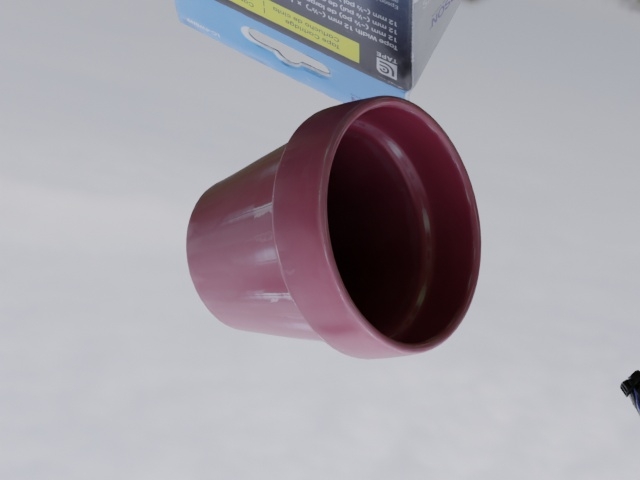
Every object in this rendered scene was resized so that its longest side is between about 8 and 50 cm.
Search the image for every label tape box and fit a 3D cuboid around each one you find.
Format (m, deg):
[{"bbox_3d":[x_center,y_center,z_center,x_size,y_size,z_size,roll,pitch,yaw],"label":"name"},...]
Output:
[{"bbox_3d":[-0.005,-0.266,1.334,0.249,0.115,0.348,28,155,18],"label":"label tape box"}]

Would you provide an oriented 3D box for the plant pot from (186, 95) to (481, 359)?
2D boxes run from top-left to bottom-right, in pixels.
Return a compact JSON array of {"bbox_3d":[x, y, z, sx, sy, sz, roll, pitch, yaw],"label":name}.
[{"bbox_3d":[0.000,0.000,1.332,0.180,0.201,0.201,-12,174,41],"label":"plant pot"}]

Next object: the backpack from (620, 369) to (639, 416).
[{"bbox_3d":[0.305,0.150,1.318,0.114,0.084,0.105,44,-158,-43],"label":"backpack"}]
